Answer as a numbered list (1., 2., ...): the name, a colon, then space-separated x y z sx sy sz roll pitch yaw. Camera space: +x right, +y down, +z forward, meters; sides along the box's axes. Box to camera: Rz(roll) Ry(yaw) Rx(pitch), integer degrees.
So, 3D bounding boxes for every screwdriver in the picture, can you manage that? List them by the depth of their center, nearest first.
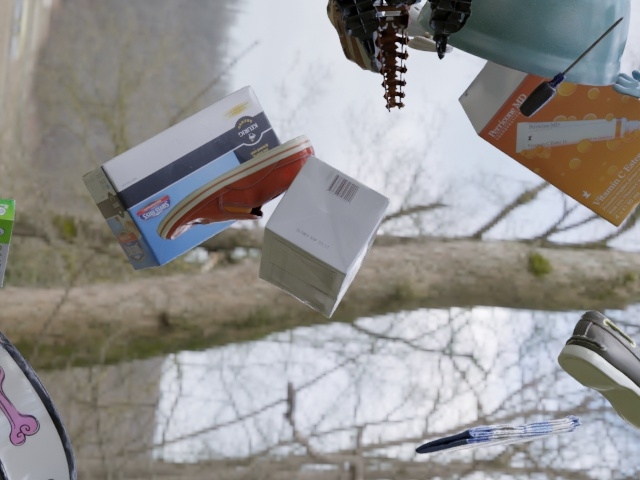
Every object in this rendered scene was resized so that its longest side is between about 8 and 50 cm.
1. screwdriver: 0.311 -0.212 1.418 0.170 0.025 0.024 -41 -135 23

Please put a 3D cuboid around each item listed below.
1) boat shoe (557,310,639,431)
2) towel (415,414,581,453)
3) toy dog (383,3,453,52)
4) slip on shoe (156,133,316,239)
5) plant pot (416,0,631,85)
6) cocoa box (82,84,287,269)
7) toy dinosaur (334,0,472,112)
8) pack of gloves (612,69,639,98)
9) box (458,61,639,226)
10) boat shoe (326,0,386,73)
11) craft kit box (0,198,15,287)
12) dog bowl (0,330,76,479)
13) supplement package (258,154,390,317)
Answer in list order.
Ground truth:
1. boat shoe: 0.491 0.222 1.785 0.109 0.305 0.091 -8 -131 55
2. towel: 0.363 0.399 2.356 0.209 0.285 0.034 -34 -118 59
3. toy dog: 0.302 -0.440 2.165 0.220 0.334 0.161 -124 -140 -64
4. slip on shoe: -0.146 -0.073 2.034 0.101 0.331 0.123 63 16 -4
5. plant pot: 0.301 -0.356 1.581 0.293 0.293 0.196 -119 -138 -59
6. cocoa box: -0.260 -0.120 2.318 0.228 0.347 0.231 61 -20 -8
7. toy dinosaur: 0.088 -0.298 1.249 0.218 0.164 0.322 -99 164 -58
8. pack of gloves: 0.599 -0.238 1.846 0.232 0.195 0.046 36 -36 51
9. box: 0.456 -0.217 2.063 0.215 0.345 0.168 -52 -157 21
10. boat shoe: 0.067 -0.509 2.560 0.120 0.122 0.324 14 -40 35
11. craft kit box: -0.730 -0.003 2.234 0.250 0.247 0.061 119 -31 -51
12. dog bowl: -0.558 0.278 1.716 0.408 0.150 0.408 24 -48 30
13. supplement package: 0.000 0.000 1.721 0.134 0.139 0.244 -58 175 -18
